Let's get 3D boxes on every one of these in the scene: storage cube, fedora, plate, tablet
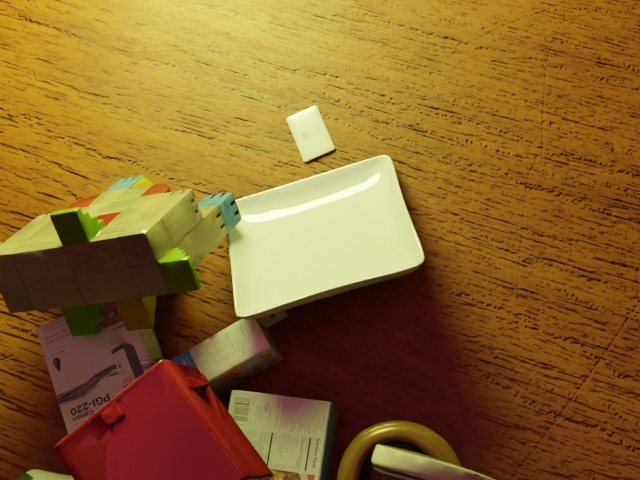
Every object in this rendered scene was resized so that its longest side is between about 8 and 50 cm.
[{"bbox_3d":[-0.204,0.297,1.591,0.215,0.183,0.193,-38,76,1],"label":"storage cube"},{"bbox_3d":[0.116,0.351,1.672,0.194,0.079,0.194,-1,82,6],"label":"fedora"},{"bbox_3d":[0.000,0.000,1.758,0.277,0.045,0.278,-18,39,3],"label":"plate"},{"bbox_3d":[-0.016,-0.170,1.887,0.054,0.006,0.083,-24,71,3],"label":"tablet"}]

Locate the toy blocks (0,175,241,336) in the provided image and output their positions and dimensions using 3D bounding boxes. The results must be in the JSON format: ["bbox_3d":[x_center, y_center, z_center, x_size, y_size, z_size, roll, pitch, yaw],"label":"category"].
[{"bbox_3d":[-0.299,-0.008,1.765,0.381,0.261,0.191,-8,113,27],"label":"toy blocks"}]

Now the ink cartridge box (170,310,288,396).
[{"bbox_3d":[-0.122,0.169,1.755,0.181,0.104,0.062,-30,72,1],"label":"ink cartridge box"}]

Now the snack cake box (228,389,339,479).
[{"bbox_3d":[-0.068,0.357,1.699,0.152,0.089,0.265,6,75,11],"label":"snack cake box"}]

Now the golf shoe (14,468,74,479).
[{"bbox_3d":[-0.312,0.377,1.745,0.272,0.105,0.120,17,63,8],"label":"golf shoe"}]

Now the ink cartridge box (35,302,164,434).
[{"bbox_3d":[-0.317,0.207,1.787,0.158,0.092,0.218,-23,73,3],"label":"ink cartridge box"}]

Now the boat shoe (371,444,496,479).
[{"bbox_3d":[0.202,0.390,1.561,0.340,0.127,0.158,23,81,-17],"label":"boat shoe"}]
